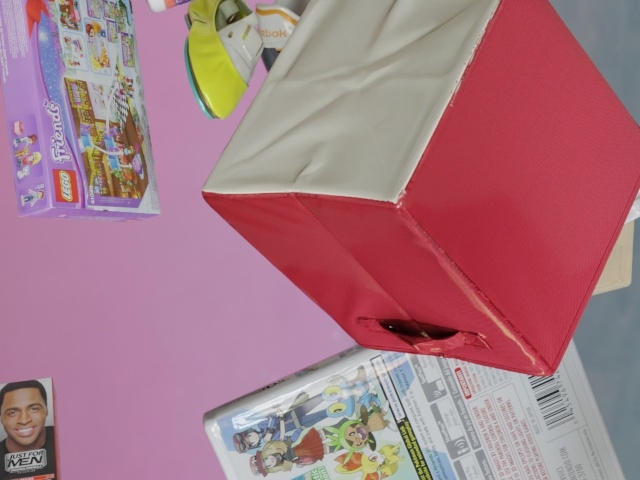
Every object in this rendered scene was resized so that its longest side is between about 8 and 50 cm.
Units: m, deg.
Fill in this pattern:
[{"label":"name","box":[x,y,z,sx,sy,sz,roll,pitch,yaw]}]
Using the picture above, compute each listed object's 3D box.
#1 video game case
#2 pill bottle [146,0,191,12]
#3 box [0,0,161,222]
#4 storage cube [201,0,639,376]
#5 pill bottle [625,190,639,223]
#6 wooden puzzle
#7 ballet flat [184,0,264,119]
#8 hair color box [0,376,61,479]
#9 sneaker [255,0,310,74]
[{"label":"video game case","box":[0.103,0.227,1.165,0.036,0.299,0.329,-131,18,-76]},{"label":"pill bottle","box":[-0.094,-0.305,1.400,0.108,0.193,0.108,159,90,-86]},{"label":"box","box":[-0.295,-0.171,1.723,0.201,0.057,0.293,3,-104,-58]},{"label":"storage cube","box":[0.075,-0.048,0.950,0.183,0.193,0.215,5,60,46]},{"label":"pill bottle","box":[0.338,-0.093,1.683,0.152,0.086,0.086,63,164,6]},{"label":"wooden puzzle","box":[0.399,0.024,2.311,0.239,0.220,0.044,80,174,-51]},{"label":"ballet flat","box":[-0.096,-0.201,1.447,0.077,0.077,0.231,58,-170,-29]},{"label":"hair color box","box":[-0.337,0.232,1.638,0.043,0.072,0.141,91,170,-55]},{"label":"sneaker","box":[0.058,-0.287,1.630,0.126,0.321,0.127,16,136,46]}]
